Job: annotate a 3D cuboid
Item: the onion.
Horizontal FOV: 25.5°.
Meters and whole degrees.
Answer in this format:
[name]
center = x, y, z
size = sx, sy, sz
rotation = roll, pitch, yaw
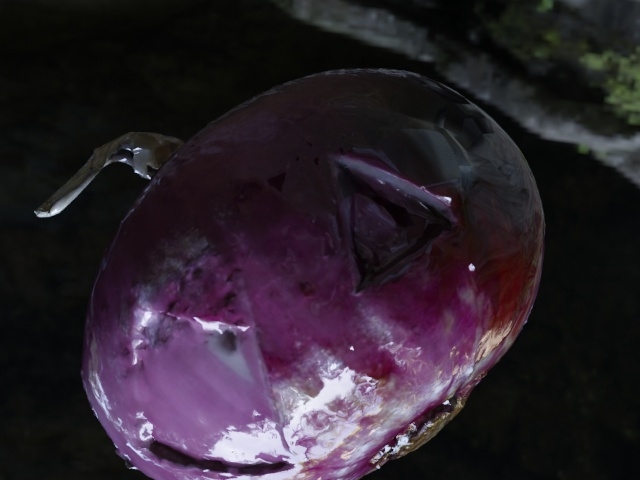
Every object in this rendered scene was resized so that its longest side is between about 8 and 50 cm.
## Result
[onion]
center = 0.007, 0.011, 0.605
size = 0.207, 0.200, 0.201
rotation = 12, -173, -40
